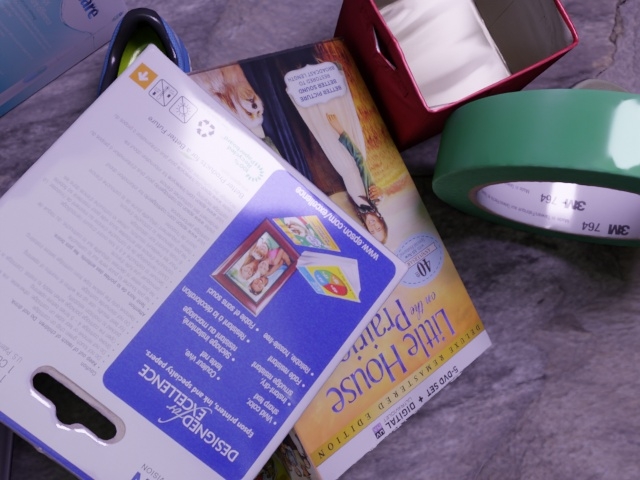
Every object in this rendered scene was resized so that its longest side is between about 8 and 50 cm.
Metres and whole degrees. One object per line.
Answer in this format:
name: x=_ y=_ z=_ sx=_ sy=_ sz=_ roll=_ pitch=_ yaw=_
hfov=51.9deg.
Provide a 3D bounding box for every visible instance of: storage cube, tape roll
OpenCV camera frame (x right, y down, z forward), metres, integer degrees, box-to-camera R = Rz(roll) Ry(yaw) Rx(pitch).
storage cube: x=0.146 y=-0.238 z=0.780 sx=0.215 sy=0.193 sz=0.184 roll=-27 pitch=87 yaw=-8
tape roll: x=0.286 y=-0.065 z=0.710 sx=0.321 sy=0.321 sz=0.077 roll=14 pitch=83 yaw=-4

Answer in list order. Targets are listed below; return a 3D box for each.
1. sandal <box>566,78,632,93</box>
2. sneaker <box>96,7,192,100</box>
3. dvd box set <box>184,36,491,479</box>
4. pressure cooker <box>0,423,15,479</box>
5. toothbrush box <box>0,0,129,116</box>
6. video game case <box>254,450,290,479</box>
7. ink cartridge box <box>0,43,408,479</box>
sandal: x=0.435 y=-0.100 z=0.845 sx=0.303 sy=0.086 sz=0.120 roll=43 pitch=82 yaw=0
sneaker: x=-0.212 y=-0.109 z=0.757 sx=0.129 sy=0.147 sz=0.330 roll=-2 pitch=85 yaw=-5
dvd box set: x=0.000 y=0.000 z=0.722 sx=0.307 sy=0.062 sz=0.420 roll=-26 pitch=91 yaw=-39
pressure cooker: x=-0.475 y=0.118 z=0.601 sx=0.375 sy=0.370 sz=0.421 roll=1 pitch=83 yaw=21
toothbrush box: x=-0.375 y=-0.245 z=0.720 sx=0.295 sy=0.216 sz=0.126 roll=-37 pitch=89 yaw=-7
video game case: x=-0.095 y=0.378 z=0.705 sx=0.275 sy=0.035 sz=0.248 roll=-48 pitch=53 yaw=-8
ink cartridge box: x=-0.129 y=0.045 z=0.564 sx=0.303 sy=0.072 sz=0.307 roll=41 pitch=78 yaw=-8
